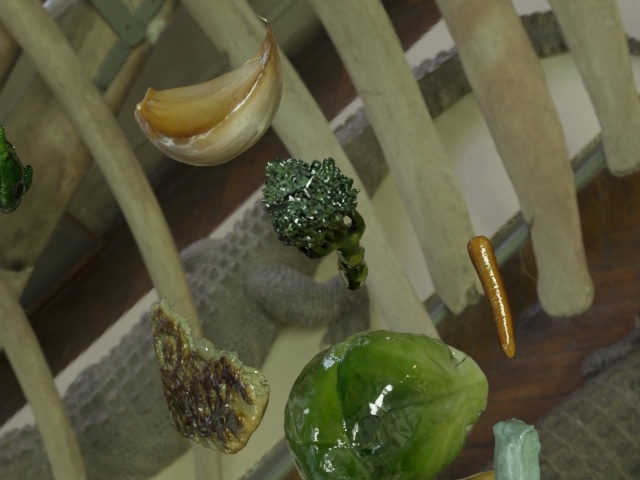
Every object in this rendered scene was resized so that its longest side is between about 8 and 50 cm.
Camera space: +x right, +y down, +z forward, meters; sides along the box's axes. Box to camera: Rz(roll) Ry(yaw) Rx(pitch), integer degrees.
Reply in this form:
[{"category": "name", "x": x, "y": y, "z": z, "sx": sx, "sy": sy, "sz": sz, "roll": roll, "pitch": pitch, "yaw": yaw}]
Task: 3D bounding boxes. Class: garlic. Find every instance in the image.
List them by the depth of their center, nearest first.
[{"category": "garlic", "x": -0.115, "y": -0.157, "z": 0.968, "sx": 0.206, "sy": 0.115, "sz": 0.128, "roll": -27, "pitch": 57, "yaw": 14}]

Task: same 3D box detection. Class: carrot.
[{"category": "carrot", "x": 0.257, "y": 0.082, "z": 1.154, "sx": 0.037, "sy": 0.037, "sz": 0.190, "roll": -22, "pitch": 73, "yaw": 22}]

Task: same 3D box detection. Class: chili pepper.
[{"category": "chili pepper", "x": -0.407, "y": -0.090, "z": 0.996, "sx": 0.065, "sy": 0.279, "sz": 0.122, "roll": -2, "pitch": 72, "yaw": -14}]

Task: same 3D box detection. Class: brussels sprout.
[{"category": "brussels sprout", "x": 0.113, "y": 0.300, "z": 1.382, "sx": 0.354, "sy": 0.289, "sz": 0.281, "roll": -16, "pitch": -6, "yaw": -15}]

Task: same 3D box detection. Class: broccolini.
[{"category": "broccolini", "x": 0.004, "y": -0.004, "z": 0.785, "sx": 0.078, "sy": 0.392, "sz": 0.074, "roll": -22, "pitch": 77, "yaw": -1}]

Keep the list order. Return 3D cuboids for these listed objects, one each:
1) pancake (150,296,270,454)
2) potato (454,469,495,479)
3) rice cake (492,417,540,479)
[{"category": "pancake", "x": -0.153, "y": 0.165, "z": 1.021, "sx": 0.244, "sy": 0.057, "sz": 0.266, "roll": 61, "pitch": 142, "yaw": 25}, {"category": "potato", "x": 0.263, "y": 0.420, "z": 1.235, "sx": 0.178, "sy": 0.109, "sz": 0.118, "roll": -3, "pitch": 42, "yaw": -1}, {"category": "rice cake", "x": 0.105, "y": 0.153, "z": 0.409, "sx": 0.022, "sy": 0.021, "sz": 0.121, "roll": 0, "pitch": 96, "yaw": 55}]
